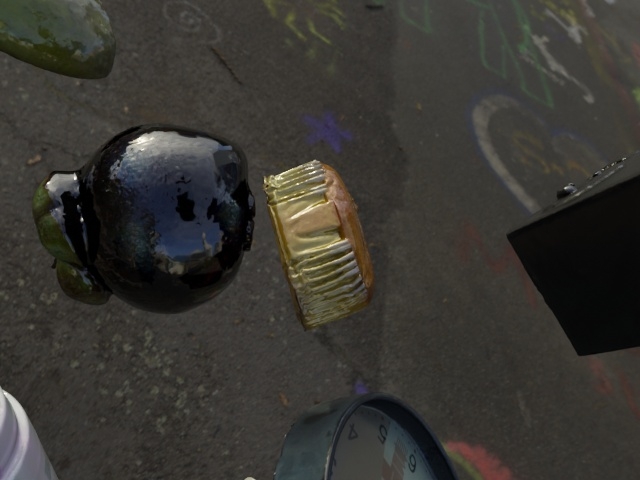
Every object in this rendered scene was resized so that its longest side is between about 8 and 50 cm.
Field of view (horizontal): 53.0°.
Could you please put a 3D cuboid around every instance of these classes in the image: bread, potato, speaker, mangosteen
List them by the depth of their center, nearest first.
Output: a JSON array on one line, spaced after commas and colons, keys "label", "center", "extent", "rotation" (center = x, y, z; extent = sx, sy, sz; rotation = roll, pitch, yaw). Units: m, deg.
[{"label": "speaker", "center": [0.389, -0.022, 0.695], "extent": [0.254, 0.232, 0.184], "rotation": [-28, 87, -32]}, {"label": "mangosteen", "center": [-0.190, -0.021, 0.722], "extent": [0.243, 0.243, 0.242], "rotation": [20, 47, -23]}, {"label": "bread", "center": [0.000, 0.000, 0.753], "extent": [0.114, 0.132, 0.190], "rotation": [-20, 66, -2]}, {"label": "potato", "center": [-0.413, -0.365, 0.977], "extent": [0.255, 0.112, 0.269], "rotation": [37, 36, -8]}]

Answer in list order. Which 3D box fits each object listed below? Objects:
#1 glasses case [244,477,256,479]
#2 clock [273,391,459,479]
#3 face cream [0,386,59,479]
[{"label": "glasses case", "center": [-0.098, 0.414, 1.021], "extent": [0.021, 0.032, 0.083], "rotation": [-35, 105, -45]}, {"label": "clock", "center": [0.085, 0.366, 0.746], "extent": [0.386, 0.077, 0.386], "rotation": [42, 34, -38]}, {"label": "face cream", "center": [-0.238, 0.188, 0.455], "extent": [0.102, 0.345, 0.101], "rotation": [3, 46, -3]}]
